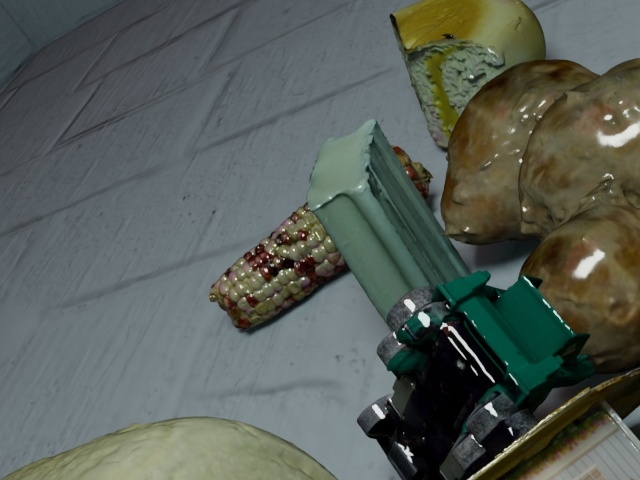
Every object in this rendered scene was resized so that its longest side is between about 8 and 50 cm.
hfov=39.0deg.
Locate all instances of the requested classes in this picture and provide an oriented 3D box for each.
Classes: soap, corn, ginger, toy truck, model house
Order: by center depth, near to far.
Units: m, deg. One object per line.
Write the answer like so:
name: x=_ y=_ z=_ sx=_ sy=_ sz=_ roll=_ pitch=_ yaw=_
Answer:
model house: x=0.168 y=0.182 z=0.530 sx=0.219 sy=0.207 sz=0.136 roll=-33 pitch=63 yaw=-7
toy truck: x=0.109 y=0.102 z=0.609 sx=0.116 sy=0.216 sz=0.110 roll=-25 pitch=61 yaw=-23
ginger: x=0.213 y=-0.060 z=0.764 sx=0.256 sy=0.176 sz=0.375 roll=-44 pitch=28 yaw=8
soap: x=0.066 y=0.005 z=0.801 sx=0.063 sy=0.198 sz=0.115 roll=-22 pitch=30 yaw=23
corn: x=0.000 y=0.000 z=0.993 sx=0.280 sy=0.092 sz=0.092 roll=-37 pitch=28 yaw=4

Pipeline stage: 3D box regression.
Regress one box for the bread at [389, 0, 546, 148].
bread: x=0.181 y=-0.205 z=1.049 sx=0.156 sy=0.158 sz=0.261 roll=-21 pitch=30 yaw=8

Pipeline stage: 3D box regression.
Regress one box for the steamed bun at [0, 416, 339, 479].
steamed bun: x=-0.108 y=0.241 z=0.639 sx=0.290 sy=0.274 sz=0.272 roll=-17 pitch=18 yaw=25
